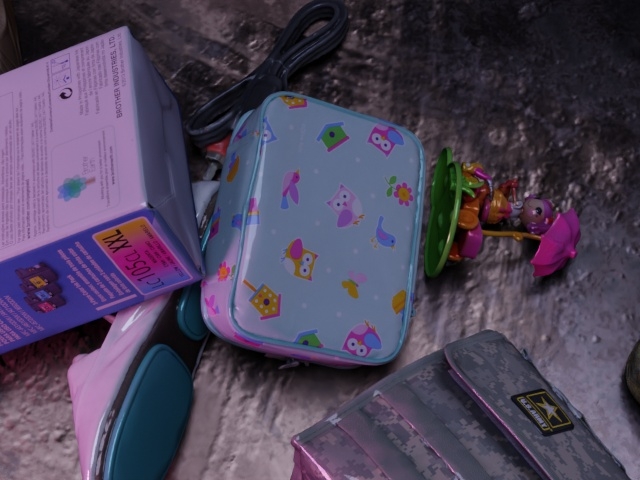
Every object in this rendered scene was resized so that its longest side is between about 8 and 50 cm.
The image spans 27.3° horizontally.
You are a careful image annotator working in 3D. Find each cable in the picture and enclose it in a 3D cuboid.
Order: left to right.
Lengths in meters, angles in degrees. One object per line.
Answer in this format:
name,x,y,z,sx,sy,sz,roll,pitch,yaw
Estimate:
cable,-0.060,-0.176,1.573,0.139,0.072,0.287,7,51,25

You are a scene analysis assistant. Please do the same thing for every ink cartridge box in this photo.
ink cartridge box,-0.340,-0.029,1.387,0.395,0.151,0.270,-19,50,8

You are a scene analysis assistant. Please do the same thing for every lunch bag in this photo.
lunch bag,0.000,0.000,1.394,0.224,0.108,0.279,14,76,-24
lunch bag,0.150,0.233,1.290,0.287,0.169,0.235,-29,62,-23

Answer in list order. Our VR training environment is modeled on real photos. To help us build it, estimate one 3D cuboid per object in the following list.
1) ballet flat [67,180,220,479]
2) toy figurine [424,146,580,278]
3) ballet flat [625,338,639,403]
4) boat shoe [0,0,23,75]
ballet flat,-0.190,0.110,1.398,0.139,0.139,0.400,14,61,9
toy figurine,0.207,-0.022,1.458,0.159,0.130,0.173,11,40,-7
ballet flat,0.438,0.220,1.309,0.123,0.123,0.348,-34,68,-13
boat shoe,-0.413,-0.227,1.577,0.092,0.103,0.285,-14,61,2
